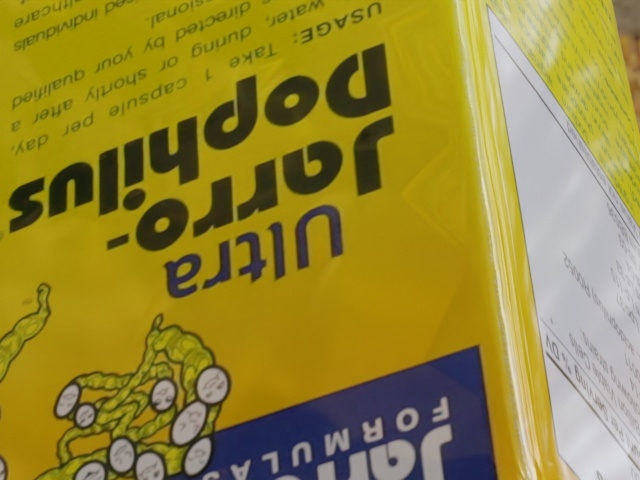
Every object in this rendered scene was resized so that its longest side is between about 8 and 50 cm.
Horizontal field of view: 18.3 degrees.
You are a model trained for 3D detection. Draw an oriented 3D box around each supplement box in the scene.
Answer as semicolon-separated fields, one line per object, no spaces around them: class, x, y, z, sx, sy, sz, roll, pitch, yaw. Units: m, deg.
supplement box;0.000;0.000;0.679;0.194;0.195;0.356;48;29;-47
